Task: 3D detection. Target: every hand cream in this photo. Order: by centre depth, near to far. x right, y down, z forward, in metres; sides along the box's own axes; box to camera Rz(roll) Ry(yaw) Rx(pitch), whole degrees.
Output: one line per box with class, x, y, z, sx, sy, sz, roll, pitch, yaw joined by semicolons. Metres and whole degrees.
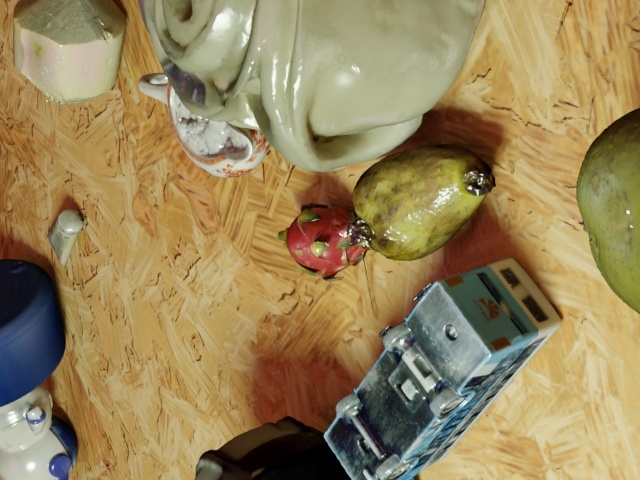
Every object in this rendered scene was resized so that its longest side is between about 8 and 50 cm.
hand cream;-0.392;-0.006;2.040;0.061;0.039;0.143;58;152;6

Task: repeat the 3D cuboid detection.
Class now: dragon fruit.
dragon fruit;-0.001;-0.002;1.481;0.116;0.081;0.086;23;134;45

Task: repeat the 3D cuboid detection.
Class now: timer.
timer;-0.507;0.252;2.165;0.270;0.270;0.384;23;138;46

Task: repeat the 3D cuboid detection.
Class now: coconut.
coconut;-0.328;-0.267;1.737;0.147;0.147;0.153;47;141;29

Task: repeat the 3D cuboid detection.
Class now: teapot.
teapot;-0.124;-0.156;1.547;0.245;0.116;0.159;20;134;44

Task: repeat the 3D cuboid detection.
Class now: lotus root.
lotus root;0.109;-0.045;1.311;0.108;0.094;0.190;50;137;-12

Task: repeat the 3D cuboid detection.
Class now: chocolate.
chocolate;-0.045;0.326;1.549;0.186;0.283;0.284;37;134;53

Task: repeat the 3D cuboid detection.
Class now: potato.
potato;0.308;-0.014;1.003;0.251;0.159;0.174;9;137;42

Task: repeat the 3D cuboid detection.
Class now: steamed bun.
steamed bun;-0.035;-0.235;1.270;0.367;0.255;0.342;39;131;35

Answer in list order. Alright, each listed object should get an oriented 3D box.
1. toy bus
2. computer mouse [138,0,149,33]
toy bus;0.115;0.145;1.351;0.106;0.131;0.297;55;142;21
computer mouse;-0.187;-0.343;1.586;0.120;0.057;0.232;-10;95;54
